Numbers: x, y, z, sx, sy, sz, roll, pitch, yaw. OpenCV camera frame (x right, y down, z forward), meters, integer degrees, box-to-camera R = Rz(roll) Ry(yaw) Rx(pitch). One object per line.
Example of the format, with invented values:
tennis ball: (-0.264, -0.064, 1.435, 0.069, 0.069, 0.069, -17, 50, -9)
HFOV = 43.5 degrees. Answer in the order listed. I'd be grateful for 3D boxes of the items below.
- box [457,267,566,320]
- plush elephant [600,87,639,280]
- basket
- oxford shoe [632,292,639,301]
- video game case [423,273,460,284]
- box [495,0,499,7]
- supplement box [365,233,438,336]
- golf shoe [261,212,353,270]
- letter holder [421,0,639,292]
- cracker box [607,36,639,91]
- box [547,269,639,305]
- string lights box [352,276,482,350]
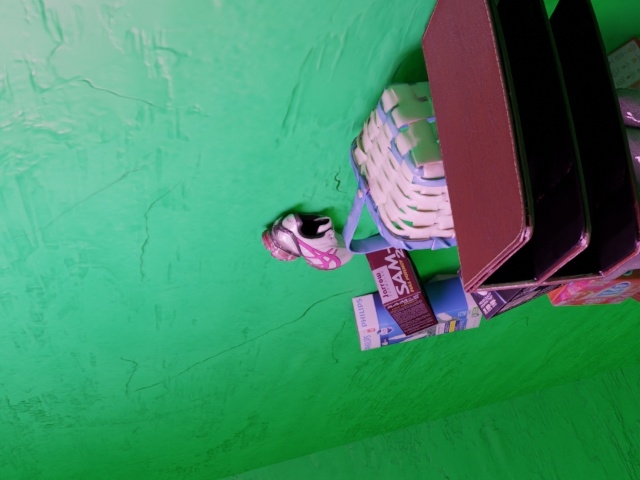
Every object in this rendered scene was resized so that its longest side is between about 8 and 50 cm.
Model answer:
box: (0.284, 0.010, 0.994, 0.180, 0.078, 0.147, -20, 159, -22)
plush elephant: (0.490, -0.119, 1.028, 0.255, 0.272, 0.330, -44, -157, -29)
basket: (0.166, -0.082, 1.038, 0.254, 0.201, 0.289, -12, 147, -13)
oxford shoe: (0.830, 0.086, 1.971, 0.147, 0.140, 0.397, -61, 169, 0)
video game case: (0.270, 0.113, 1.761, 0.157, 0.019, 0.143, 1, 149, -36)
box: (0.217, -0.290, 0.848, 0.136, 0.028, 0.081, -33, 152, 27)
supplement box: (0.148, 0.082, 1.469, 0.073, 0.130, 0.239, -23, 157, 8)
golf shoe: (0.000, 0.000, 1.261, 0.086, 0.067, 0.186, -37, 150, 32)
letter holder: (0.212, -0.125, 0.782, 0.152, 0.302, 0.214, -5, 163, -5)
cracker box: (0.392, -0.177, 1.167, 0.232, 0.067, 0.155, -33, 151, 31)
box: (0.600, 0.060, 1.752, 0.256, 0.128, 0.122, 2, 149, -38)
string lights box: (0.202, 0.151, 1.684, 0.259, 0.077, 0.133, -12, 153, 0)
